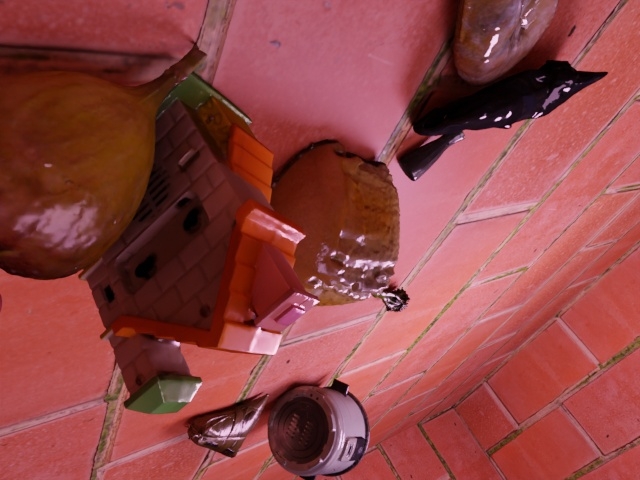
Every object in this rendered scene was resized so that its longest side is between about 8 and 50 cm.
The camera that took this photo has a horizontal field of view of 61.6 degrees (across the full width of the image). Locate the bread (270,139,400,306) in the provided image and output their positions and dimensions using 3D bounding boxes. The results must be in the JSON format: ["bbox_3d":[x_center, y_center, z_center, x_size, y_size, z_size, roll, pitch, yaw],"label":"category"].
[{"bbox_3d":[0.000,0.000,0.750,0.204,0.162,0.262,14,113,-41],"label":"bread"}]

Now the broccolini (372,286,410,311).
[{"bbox_3d":[0.137,0.120,1.178,0.067,0.058,0.216,-38,151,13],"label":"broccolini"}]

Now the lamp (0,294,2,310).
[{"bbox_3d":[-0.370,0.063,0.521,0.107,0.092,0.107,-5,115,-11],"label":"lamp"}]

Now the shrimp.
[{"bbox_3d":[0.227,-0.298,0.618,0.168,0.077,0.317,-39,158,-6],"label":"shrimp"}]

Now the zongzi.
[{"bbox_3d":[-0.220,0.411,1.270,0.178,0.081,0.189,-52,139,-11],"label":"zongzi"}]

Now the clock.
[{"bbox_3d":[-0.124,0.008,0.522,0.220,0.255,0.106,-40,151,12],"label":"clock"}]

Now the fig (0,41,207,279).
[{"bbox_3d":[-0.191,-0.089,0.457,0.257,0.159,0.159,-48,156,-19],"label":"fig"}]

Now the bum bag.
[{"bbox_3d":[0.279,-0.203,0.779,0.310,0.074,0.137,-24,-170,-20],"label":"bum bag"}]

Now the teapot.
[{"bbox_3d":[0.176,-0.141,0.836,0.111,0.043,0.043,-38,152,0],"label":"teapot"}]

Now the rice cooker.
[{"bbox_3d":[-0.001,0.516,1.458,0.227,0.241,0.280,34,73,-56],"label":"rice cooker"}]
